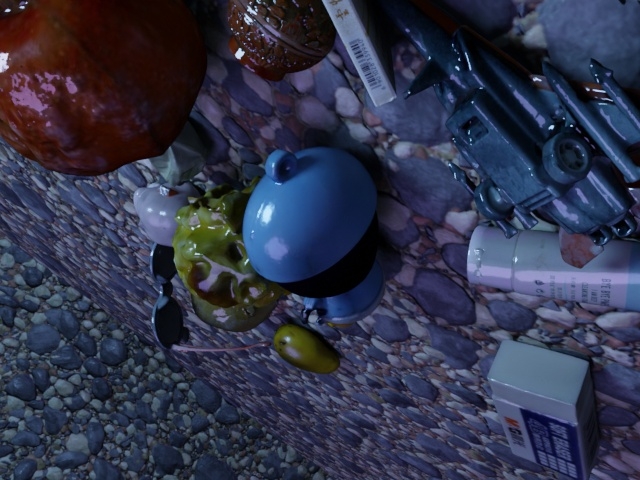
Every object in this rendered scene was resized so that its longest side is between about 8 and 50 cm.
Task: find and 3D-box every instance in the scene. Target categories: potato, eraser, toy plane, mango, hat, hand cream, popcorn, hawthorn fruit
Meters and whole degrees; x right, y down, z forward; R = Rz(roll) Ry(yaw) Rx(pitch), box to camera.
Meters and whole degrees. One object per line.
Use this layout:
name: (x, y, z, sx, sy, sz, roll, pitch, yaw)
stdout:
potato: (-0.199, 0.122, 1.243, 0.202, 0.117, 0.182, 25, 156, 14)
eraser: (0.342, 0.260, 0.909, 0.124, 0.081, 0.279, 13, 148, 36)
toy plane: (0.143, -0.102, 0.492, 0.326, 0.104, 0.223, 37, 154, -7)
mango: (-0.029, 0.237, 1.294, 0.161, 0.076, 0.103, 34, 148, -20)
hat: (-0.220, -0.154, 0.861, 0.166, 0.081, 0.122, 60, -175, -18)
hand cream: (0.309, 0.032, 0.605, 0.313, 0.070, 0.111, 8, 144, 27)
popcorn: (-0.110, 0.000, 0.886, 0.169, 0.218, 0.189, -95, -19, -67)
hawthorn fruit: (-0.253, -0.197, 0.604, 0.242, 0.241, 0.271, 22, 168, 22)

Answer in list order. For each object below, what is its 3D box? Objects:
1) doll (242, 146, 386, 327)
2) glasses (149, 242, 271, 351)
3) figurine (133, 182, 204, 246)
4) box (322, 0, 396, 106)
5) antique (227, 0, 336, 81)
doll: (0.000, 0.000, 0.748, 0.141, 0.177, 0.314, 32, 160, 34)
glasses: (-0.190, 0.098, 1.128, 0.269, 0.234, 0.118, 2, -177, 24)
figurine: (-0.260, -0.045, 1.037, 0.137, 0.112, 0.229, 39, 163, -23)
box: (0.019, -0.199, 0.485, 0.024, 0.090, 0.167, -19, 130, 20)
antique: (-0.032, -0.196, 0.534, 0.104, 0.104, 0.104, 26, 153, 14)
